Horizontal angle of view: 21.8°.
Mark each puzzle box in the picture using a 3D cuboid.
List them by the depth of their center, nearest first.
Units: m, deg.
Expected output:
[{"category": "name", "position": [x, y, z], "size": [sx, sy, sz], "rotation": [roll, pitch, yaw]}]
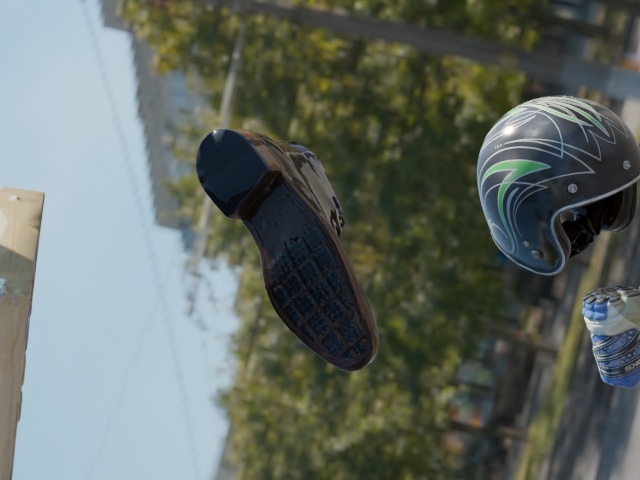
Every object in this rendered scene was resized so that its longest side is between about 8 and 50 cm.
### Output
[{"category": "puzzle box", "position": [-0.276, 0.185, 1.359], "size": [0.272, 0.052, 0.408], "rotation": [-108, 26, -70]}]

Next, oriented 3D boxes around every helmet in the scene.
[{"category": "helmet", "position": [0.238, -0.065, 1.651], "size": [0.169, 0.169, 0.161], "rotation": [-70, -15, -51]}]

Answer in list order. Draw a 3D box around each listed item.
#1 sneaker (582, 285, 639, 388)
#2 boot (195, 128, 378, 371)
[{"category": "sneaker", "position": [0.185, 0.050, 0.875], "size": [0.135, 0.052, 0.058], "rotation": [-6, -87, -41]}, {"category": "boot", "position": [0.000, 0.000, 1.295], "size": [0.082, 0.219, 0.106], "rotation": [-41, -18, 29]}]
